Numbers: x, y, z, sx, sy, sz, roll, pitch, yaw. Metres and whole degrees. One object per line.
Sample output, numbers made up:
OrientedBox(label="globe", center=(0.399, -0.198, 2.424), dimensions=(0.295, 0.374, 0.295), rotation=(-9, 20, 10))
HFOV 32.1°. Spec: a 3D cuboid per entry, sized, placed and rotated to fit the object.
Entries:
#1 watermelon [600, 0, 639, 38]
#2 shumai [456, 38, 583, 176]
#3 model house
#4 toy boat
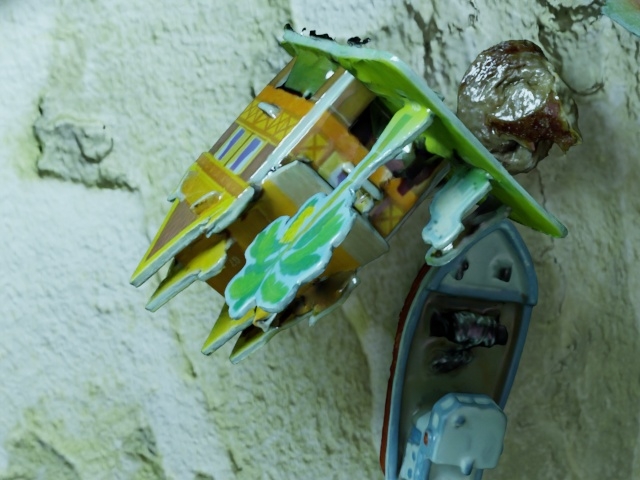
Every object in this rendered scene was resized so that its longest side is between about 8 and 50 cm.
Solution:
OrientedBox(label="watermelon", center=(0.387, -0.372, 1.066), dimensions=(0.228, 0.258, 0.387), rotation=(20, 103, 22))
OrientedBox(label="shumai", center=(0.214, -0.147, 1.195), dimensions=(0.123, 0.105, 0.139), rotation=(-2, 79, -13))
OrientedBox(label="model house", center=(0.000, 0.000, 1.020), dimensions=(0.242, 0.357, 0.313), rotation=(39, 89, -24))
OrientedBox(label="toy boat", center=(0.159, 0.130, 1.225), dimensions=(0.145, 0.133, 0.332), rotation=(7, 102, -17))
